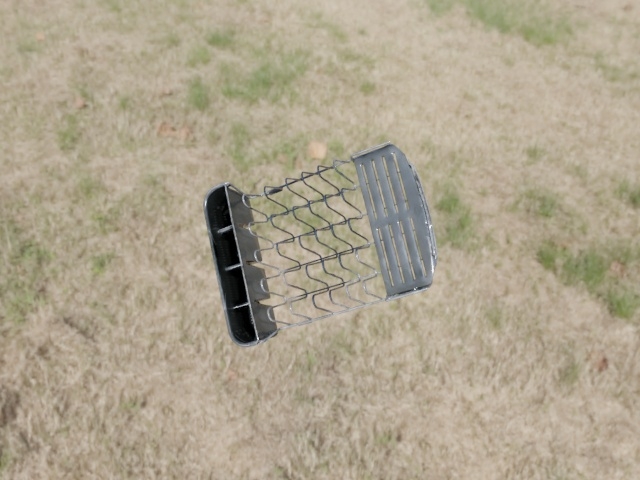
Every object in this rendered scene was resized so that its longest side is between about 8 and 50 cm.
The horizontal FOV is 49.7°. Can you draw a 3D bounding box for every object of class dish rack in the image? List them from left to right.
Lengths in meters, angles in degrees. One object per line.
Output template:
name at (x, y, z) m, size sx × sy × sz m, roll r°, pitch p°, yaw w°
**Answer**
dish rack at (0.000, 0.000, 0.844) m, size 0.271 × 0.208 × 0.074 m, roll -18°, pitch -11°, yaw 23°
